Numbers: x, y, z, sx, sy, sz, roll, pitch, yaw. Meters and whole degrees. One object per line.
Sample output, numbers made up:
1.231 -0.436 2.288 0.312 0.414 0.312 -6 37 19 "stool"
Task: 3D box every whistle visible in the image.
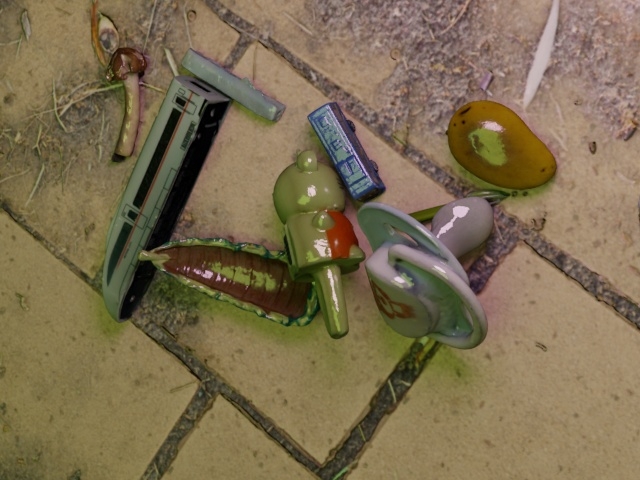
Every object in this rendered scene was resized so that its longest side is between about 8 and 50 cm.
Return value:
0.000 0.000 1.818 0.106 0.131 0.288 -10 73 -14 "whistle"

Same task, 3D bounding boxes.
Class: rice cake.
-0.132 -0.238 1.914 0.180 0.030 0.042 33 106 15 "rice cake"

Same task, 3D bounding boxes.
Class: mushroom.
-0.308 -0.209 1.985 0.060 0.061 0.187 10 106 17 "mushroom"

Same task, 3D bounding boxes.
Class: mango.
0.249 -0.127 1.741 0.161 0.076 0.103 33 104 7 "mango"

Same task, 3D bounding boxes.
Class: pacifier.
0.172 0.028 1.750 0.227 0.279 0.207 29 65 32 "pacifier"

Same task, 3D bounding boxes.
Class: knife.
0.182 -0.047 1.811 0.184 0.022 0.026 -16 117 24 "knife"

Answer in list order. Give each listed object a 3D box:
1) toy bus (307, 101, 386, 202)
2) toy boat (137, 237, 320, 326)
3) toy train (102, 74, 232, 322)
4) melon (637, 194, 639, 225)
0.037 -0.128 1.841 0.051 0.061 0.153 -31 84 19 "toy bus"
-0.127 0.050 1.925 0.293 0.099 0.108 15 103 13 "toy boat"
-0.264 -0.059 1.970 0.088 0.086 0.407 31 110 15 "toy train"
0.477 0.001 1.643 0.093 0.139 0.202 -16 89 3 "melon"
